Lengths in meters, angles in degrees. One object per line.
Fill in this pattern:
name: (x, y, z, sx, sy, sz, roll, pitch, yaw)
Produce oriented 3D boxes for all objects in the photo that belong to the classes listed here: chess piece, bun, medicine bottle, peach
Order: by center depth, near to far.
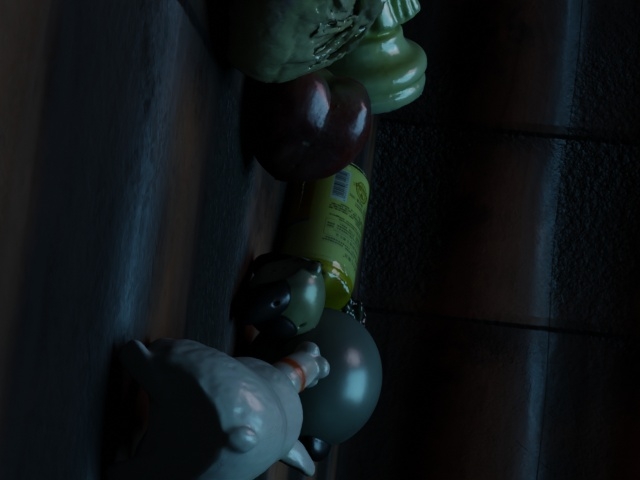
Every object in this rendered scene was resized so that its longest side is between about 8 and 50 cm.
bun: (0.004, -0.282, 1.342, 0.287, 0.146, 0.287, -157, -90, -88)
peach: (-0.019, -0.136, 1.541, 0.152, 0.152, 0.152, 6, 90, -83)
chess piece: (0.042, -0.316, 1.612, 0.175, 0.176, 0.298, -73, 162, -60)
medicine bottle: (0.000, 0.000, 1.890, 0.124, 0.124, 0.238, 88, 11, -51)

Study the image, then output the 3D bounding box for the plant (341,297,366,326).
plant: (0.002, 0.147, 1.996, 0.194, 0.129, 0.132, 92, 4, -56)

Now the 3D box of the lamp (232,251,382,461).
lamp: (-0.022, 0.143, 1.637, 0.197, 0.198, 0.243, -70, 142, -64)

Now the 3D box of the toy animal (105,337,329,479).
toy animal: (-0.084, 0.154, 1.146, 0.282, 0.138, 0.140, 12, 78, -77)
